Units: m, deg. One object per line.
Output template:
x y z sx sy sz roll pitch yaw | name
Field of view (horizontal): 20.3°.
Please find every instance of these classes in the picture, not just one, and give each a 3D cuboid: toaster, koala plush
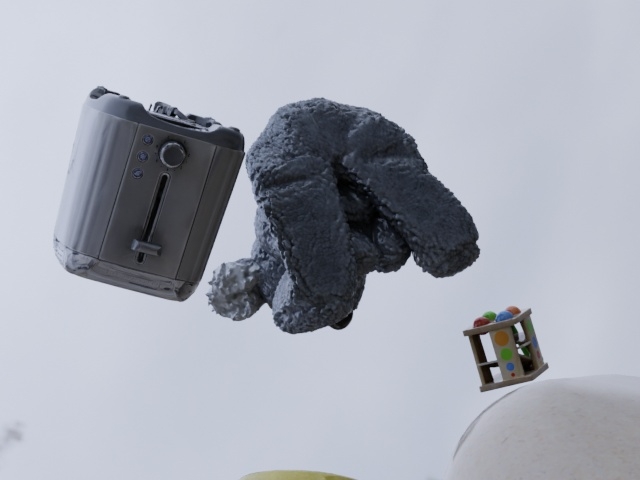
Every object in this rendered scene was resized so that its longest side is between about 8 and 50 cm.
-0.146 -0.040 1.443 0.227 0.129 0.146 -150 76 -74 | toaster
0.000 0.000 1.620 0.196 0.203 0.221 -21 -18 -24 | koala plush

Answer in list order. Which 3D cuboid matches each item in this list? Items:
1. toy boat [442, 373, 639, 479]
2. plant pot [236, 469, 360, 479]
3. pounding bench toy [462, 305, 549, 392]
0.104 0.117 0.464 0.231 0.151 0.151 11 -93 -73 | toy boat
-0.010 0.154 0.775 0.134 0.134 0.095 53 -143 -60 | plant pot
0.171 0.092 1.609 0.083 0.052 0.065 -21 -85 -65 | pounding bench toy
